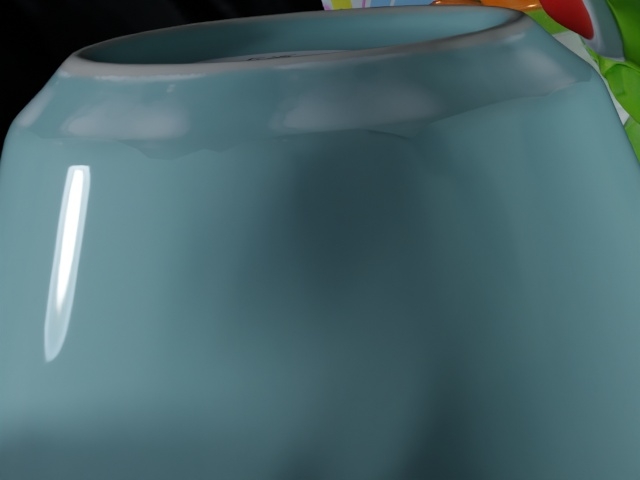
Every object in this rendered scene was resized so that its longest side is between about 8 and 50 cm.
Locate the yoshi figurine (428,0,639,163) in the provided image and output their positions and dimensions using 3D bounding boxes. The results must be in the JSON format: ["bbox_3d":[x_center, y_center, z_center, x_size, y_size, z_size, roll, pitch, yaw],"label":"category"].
[{"bbox_3d":[0.202,-0.101,0.981,0.203,0.362,0.203,-33,-87,-27],"label":"yoshi figurine"}]

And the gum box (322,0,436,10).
[{"bbox_3d":[0.055,-0.170,1.222,0.107,0.188,0.062,-9,-139,11],"label":"gum box"}]

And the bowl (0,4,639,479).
[{"bbox_3d":[0.000,0.000,0.743,0.311,0.163,0.311,-4,-168,1],"label":"bowl"}]
